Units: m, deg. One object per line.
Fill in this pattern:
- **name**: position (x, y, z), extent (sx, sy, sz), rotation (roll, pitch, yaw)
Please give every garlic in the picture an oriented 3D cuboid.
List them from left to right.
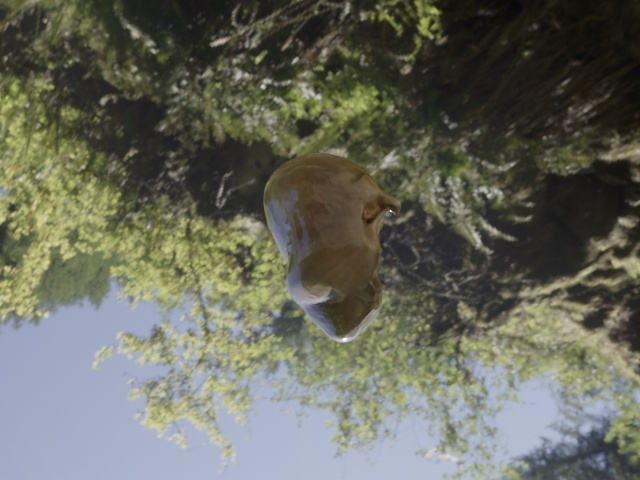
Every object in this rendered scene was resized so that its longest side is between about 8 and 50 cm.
- **garlic**: position (0.000, 0.000, 1.034), extent (0.110, 0.228, 0.217), rotation (-18, -115, -29)
